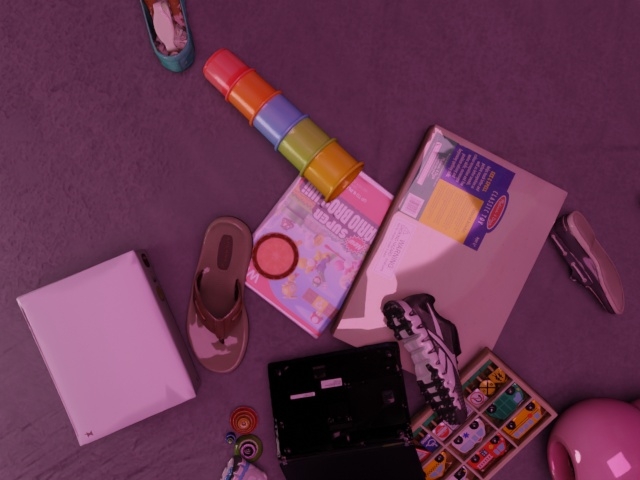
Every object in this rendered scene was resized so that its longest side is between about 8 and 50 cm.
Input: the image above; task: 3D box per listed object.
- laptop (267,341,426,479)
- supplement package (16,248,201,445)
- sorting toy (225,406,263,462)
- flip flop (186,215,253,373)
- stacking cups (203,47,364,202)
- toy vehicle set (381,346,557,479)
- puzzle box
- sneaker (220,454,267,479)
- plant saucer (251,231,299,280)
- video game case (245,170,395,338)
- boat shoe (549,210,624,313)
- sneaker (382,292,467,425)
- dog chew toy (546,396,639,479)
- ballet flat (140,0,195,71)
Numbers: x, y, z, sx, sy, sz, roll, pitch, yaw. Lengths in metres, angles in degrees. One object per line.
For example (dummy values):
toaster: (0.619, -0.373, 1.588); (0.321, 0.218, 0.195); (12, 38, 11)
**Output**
laptop: (0.050, 0.331, 1.507); (0.234, 0.136, 0.264); (-12, 71, 10)
supplement package: (-0.344, 0.170, 1.458); (0.204, 0.145, 0.261); (-23, 92, -3)
sorting toy: (-0.135, 0.343, 1.523); (0.061, 0.042, 0.102); (-10, 91, -4)
flip flop: (-0.170, 0.097, 1.485); (0.112, 0.080, 0.277); (10, 104, 0)
stacking cups: (-0.066, -0.205, 1.496); (0.096, 0.096, 0.316); (-45, 81, -3)
toy vehicle set: (0.255, 0.331, 1.512); (0.166, 0.035, 0.267); (41, 103, -8)
puzzle box: (0.225, 0.038, 1.525); (0.272, 0.052, 0.409); (26, 90, -8)
sneaker: (-0.154, 0.472, 1.512); (0.083, 0.071, 0.190); (29, 95, -20)
plant saucer: (-0.078, 0.027, 1.514); (0.083, 0.013, 0.083); (0, 91, -4)
video game case: (0.000, 0.000, 1.539); (0.204, 0.025, 0.285); (38, 88, -3)
boat shoe: (0.477, 0.045, 1.564); (0.065, 0.075, 0.206); (-24, 100, 39)
sneaker: (0.200, 0.188, 1.453); (0.106, 0.078, 0.234); (-25, 86, -31)
dog chew toy: (0.565, 0.358, 1.499); (0.332, 0.206, 0.206); (-9, 91, -12)
ballet flat: (-0.270, -0.412, 1.488); (0.083, 0.087, 0.247); (-17, 91, -3)
